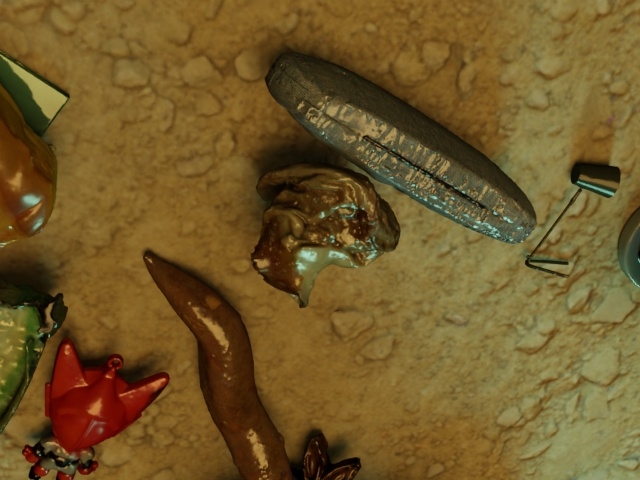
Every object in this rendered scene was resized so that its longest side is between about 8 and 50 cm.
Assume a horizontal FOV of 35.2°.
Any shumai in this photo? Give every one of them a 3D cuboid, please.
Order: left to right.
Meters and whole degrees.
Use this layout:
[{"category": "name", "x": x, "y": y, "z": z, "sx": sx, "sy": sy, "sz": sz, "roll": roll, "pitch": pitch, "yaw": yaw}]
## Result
[{"category": "shumai", "x": -0.003, "y": -0.001, "z": 0.875, "sx": 0.146, "sy": 0.145, "sz": 0.116, "roll": 23, "pitch": 78, "yaw": -24}]

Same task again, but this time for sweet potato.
[{"category": "sweet potato", "x": -0.091, "y": 0.126, "z": 0.979, "sx": 0.059, "sy": 0.067, "sz": 0.281, "roll": -37, "pitch": 123, "yaw": -36}]

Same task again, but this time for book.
[{"category": "book", "x": -0.288, "y": -0.095, "z": 0.832, "sx": 0.103, "sy": 0.017, "sz": 0.135, "roll": 33, "pitch": 104, "yaw": -27}]

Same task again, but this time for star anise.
[{"category": "star anise", "x": -0.025, "y": 0.291, "z": 1.085, "sx": 0.097, "sy": 0.070, "sz": 0.191, "roll": 45, "pitch": 104, "yaw": -2}]

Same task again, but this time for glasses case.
[{"category": "glasses case", "x": 0.076, "y": -0.079, "z": 0.877, "sx": 0.283, "sy": 0.109, "sz": 0.067, "roll": 26, "pitch": 107, "yaw": -25}]

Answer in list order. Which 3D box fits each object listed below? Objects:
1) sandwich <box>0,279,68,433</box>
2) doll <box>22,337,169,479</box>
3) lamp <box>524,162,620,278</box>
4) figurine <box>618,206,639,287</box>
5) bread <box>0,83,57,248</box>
[{"category": "sandwich", "x": -0.365, "y": 0.119, "z": 0.885, "sx": 0.212, "sy": 0.109, "sz": 0.292, "roll": 23, "pitch": 106, "yaw": -14}, {"category": "doll", "x": -0.229, "y": 0.175, "z": 0.972, "sx": 0.109, "sy": 0.057, "sz": 0.169, "roll": 23, "pitch": 110, "yaw": -21}, {"category": "lamp", "x": 0.247, "y": -0.023, "z": 0.996, "sx": 0.054, "sy": 0.041, "sz": 0.121, "roll": 13, "pitch": 112, "yaw": -11}, {"category": "figurine", "x": 0.400, "y": 0.045, "z": 0.951, "sx": 0.176, "sy": 0.236, "sz": 0.133, "roll": -39, "pitch": 119, "yaw": 10}, {"category": "bread", "x": -0.296, "y": -0.099, "z": 0.766, "sx": 0.102, "sy": 0.094, "sz": 0.245, "roll": -29, "pitch": 120, "yaw": 5}]
